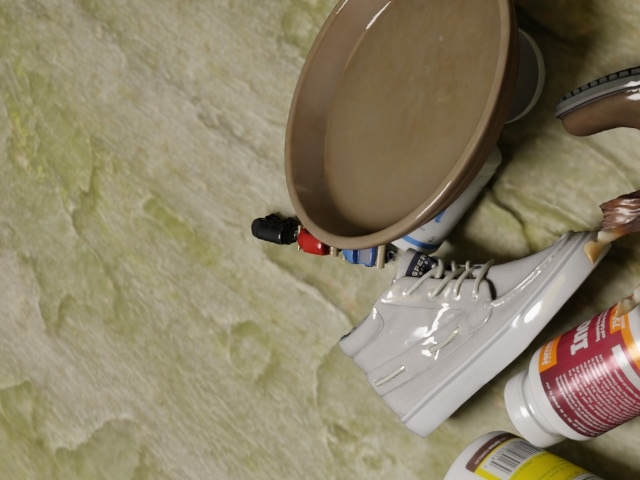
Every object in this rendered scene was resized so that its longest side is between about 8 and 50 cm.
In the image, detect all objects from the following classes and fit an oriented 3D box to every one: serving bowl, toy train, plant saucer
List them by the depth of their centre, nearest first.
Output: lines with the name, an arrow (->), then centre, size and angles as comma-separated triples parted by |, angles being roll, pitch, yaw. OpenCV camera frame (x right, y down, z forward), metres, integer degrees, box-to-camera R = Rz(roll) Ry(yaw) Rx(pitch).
plant saucer -> 0.069, -0.120, 1.495 | 0.278, 0.041, 0.277 | -31, 49, 43
serving bowl -> 0.153, -0.138, 1.496 | 0.083, 0.027, 0.083 | 4, 96, 39
toy train -> 0.000, 0.000, 1.628 | 0.158, 0.036, 0.027 | 13, 102, 37

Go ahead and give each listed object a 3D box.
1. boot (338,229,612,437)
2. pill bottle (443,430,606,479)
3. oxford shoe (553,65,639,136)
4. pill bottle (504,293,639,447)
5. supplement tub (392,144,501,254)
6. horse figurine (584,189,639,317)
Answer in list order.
boot -> 0.116, 0.049, 1.487 | 0.123, 0.095, 0.258 | 45, 123, 3
pill bottle -> 0.202, 0.243, 1.438 | 0.215, 0.117, 0.117 | 25, 110, 35
oxford shoe -> 0.277, -0.090, 1.367 | 0.227, 0.083, 0.096 | -3, 97, 40
pill bottle -> 0.221, 0.105, 1.428 | 0.152, 0.086, 0.086 | -34, 73, 36
supplement tub -> 0.096, -0.046, 1.524 | 0.071, 0.071, 0.107 | 48, 122, 25
horse figurine -> 0.309, 0.035, 1.332 | 0.174, 0.066, 0.263 | -27, 57, -7
